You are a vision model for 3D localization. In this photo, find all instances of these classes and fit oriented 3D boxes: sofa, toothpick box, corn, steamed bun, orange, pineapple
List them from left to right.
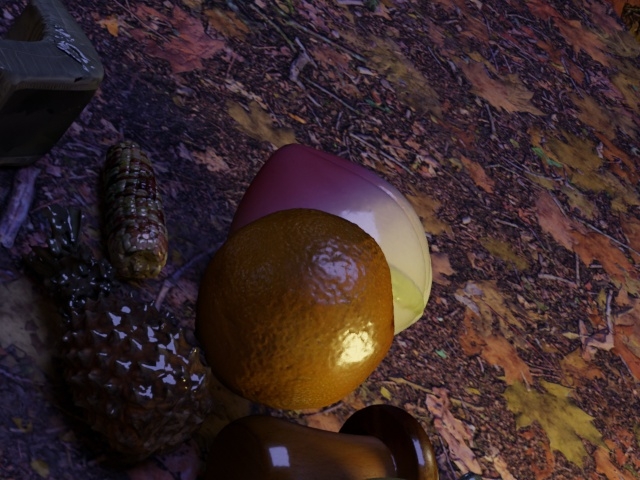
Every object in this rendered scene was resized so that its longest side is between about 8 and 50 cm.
[{"bbox_3d":[-0.441,-0.222,2.179,0.225,0.210,0.176,-10,58,-52],"label":"sofa"},{"bbox_3d":[-0.274,0.111,2.005,0.175,0.175,0.361,3,34,-47],"label":"pineapple"},{"bbox_3d":[-0.265,-0.047,2.272,0.086,0.086,0.253,22,32,-29],"label":"corn"},{"bbox_3d":[-0.035,0.087,2.014,0.264,0.264,0.264,29,32,-20],"label":"orange"},{"bbox_3d":[0.000,0.000,2.258,0.309,0.309,0.309,29,32,-20],"label":"steamed bun"},{"bbox_3d":[0.010,0.300,2.037,0.294,0.192,0.192,7,44,-35],"label":"toothpick box"}]

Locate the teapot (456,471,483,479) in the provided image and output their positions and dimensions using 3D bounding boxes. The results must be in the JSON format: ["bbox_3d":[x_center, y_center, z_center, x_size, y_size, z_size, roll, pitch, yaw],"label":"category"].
[{"bbox_3d":[0.222,0.376,2.302,0.063,0.049,0.083,-6,54,-52],"label":"teapot"}]

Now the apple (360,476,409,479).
[{"bbox_3d":[0.085,0.414,1.879,0.279,0.279,0.279,29,32,-20],"label":"apple"}]
